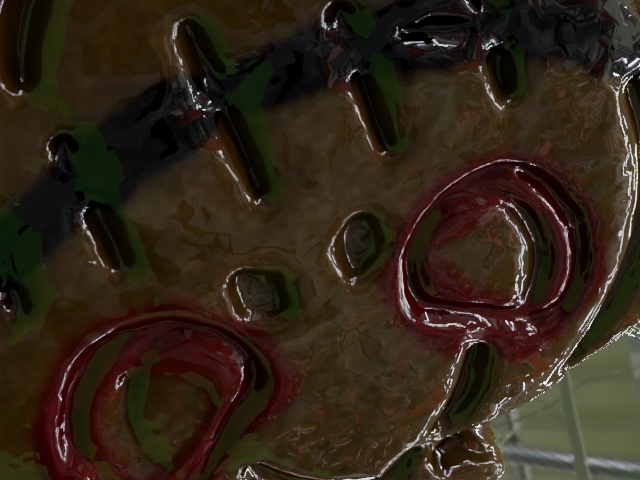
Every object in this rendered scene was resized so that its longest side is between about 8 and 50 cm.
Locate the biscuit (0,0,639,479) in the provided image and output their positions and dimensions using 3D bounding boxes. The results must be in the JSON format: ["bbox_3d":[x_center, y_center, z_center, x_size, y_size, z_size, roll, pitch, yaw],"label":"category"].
[{"bbox_3d":[0.000,0.001,0.418,0.368,0.063,0.314,-25,-62,-7],"label":"biscuit"}]

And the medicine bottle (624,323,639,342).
[{"bbox_3d":[0.201,-0.059,0.898,0.306,0.245,0.245,27,-53,30],"label":"medicine bottle"}]
